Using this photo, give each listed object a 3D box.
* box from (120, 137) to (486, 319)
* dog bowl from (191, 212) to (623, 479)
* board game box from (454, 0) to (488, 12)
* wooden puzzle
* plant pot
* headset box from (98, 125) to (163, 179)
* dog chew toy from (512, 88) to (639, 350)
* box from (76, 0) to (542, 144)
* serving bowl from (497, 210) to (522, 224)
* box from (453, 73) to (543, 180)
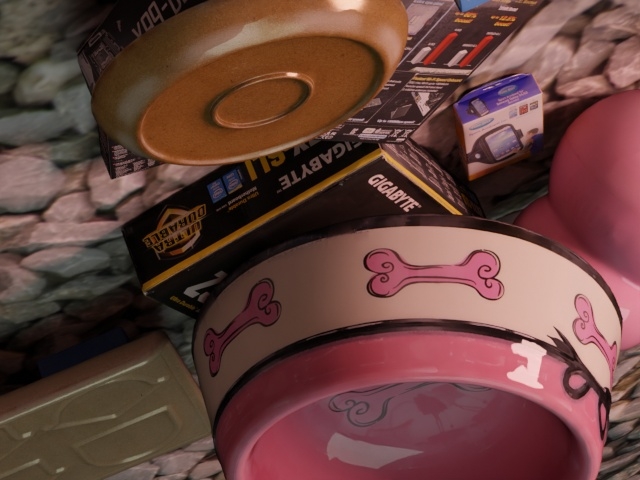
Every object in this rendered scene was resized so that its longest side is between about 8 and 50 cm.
[{"bbox_3d":[0.000,0.000,1.638,0.257,0.079,0.322,-28,155,14],"label":"box"},{"bbox_3d":[0.082,0.156,1.585,0.408,0.150,0.408,0,141,0],"label":"dog bowl"},{"bbox_3d":[0.215,-0.293,1.031,0.347,0.078,0.233,-24,155,0],"label":"board game box"},{"bbox_3d":[-0.285,0.191,1.782,0.322,0.080,0.348,-22,160,-2],"label":"wooden puzzle"},{"bbox_3d":[-0.045,-0.110,1.225,0.236,0.032,0.236,-15,160,-6],"label":"plant pot"},{"bbox_3d":[-0.146,-0.090,1.386,0.062,0.032,0.083,-18,154,-12],"label":"headset box"},{"bbox_3d":[0.276,0.014,1.692,0.206,0.206,0.332,10,124,-50],"label":"dog chew toy"},{"bbox_3d":[0.007,-0.175,1.297,0.307,0.076,0.242,0,147,-40],"label":"box"},{"bbox_3d":[0.211,0.000,1.873,0.083,0.027,0.083,-19,154,-10],"label":"serving bowl"},{"bbox_3d":[0.169,-0.109,1.623,0.081,0.028,0.136,-22,157,-2],"label":"box"}]
